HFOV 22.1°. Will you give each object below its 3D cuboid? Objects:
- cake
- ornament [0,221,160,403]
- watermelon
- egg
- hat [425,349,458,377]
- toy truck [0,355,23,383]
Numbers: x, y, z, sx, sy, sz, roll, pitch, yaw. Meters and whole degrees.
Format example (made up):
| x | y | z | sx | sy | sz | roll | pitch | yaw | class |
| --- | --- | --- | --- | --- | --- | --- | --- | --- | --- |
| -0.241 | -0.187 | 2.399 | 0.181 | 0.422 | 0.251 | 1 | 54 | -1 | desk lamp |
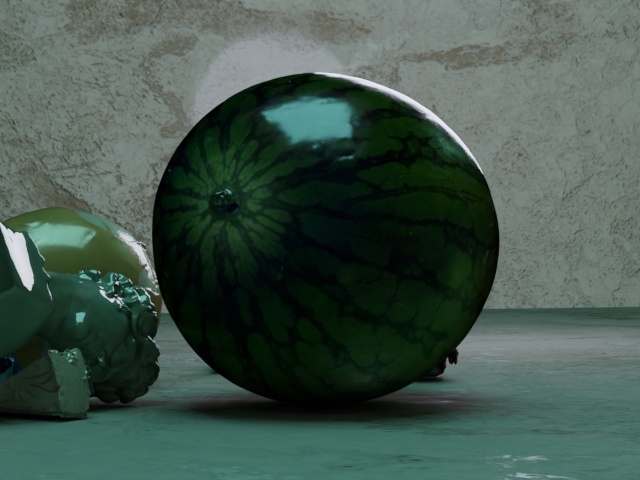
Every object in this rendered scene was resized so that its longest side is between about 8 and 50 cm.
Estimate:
| x | y | z | sx | sy | sz | roll | pitch | yaw | class |
| --- | --- | --- | --- | --- | --- | --- | --- | --- | --- |
| -0.271 | 0.137 | 1.513 | 0.121 | 0.065 | 0.052 | -8 | -7 | 31 | cake |
| -0.265 | 0.062 | 1.558 | 0.120 | 0.130 | 0.285 | -26 | -36 | 22 | ornament |
| 0.000 | 0.000 | 1.602 | 0.363 | 0.363 | 0.363 | 0 | 0 | 0 | watermelon |
| -0.302 | 0.065 | 1.808 | 0.244 | 0.201 | 0.201 | -14 | 6 | -24 | egg |
| 0.046 | 0.106 | 1.894 | 0.227 | 0.140 | 0.129 | -13 | -10 | 0 | hat |
| -0.304 | 0.139 | 1.605 | 0.073 | 0.056 | 0.090 | 22 | 0 | 45 | toy truck |
